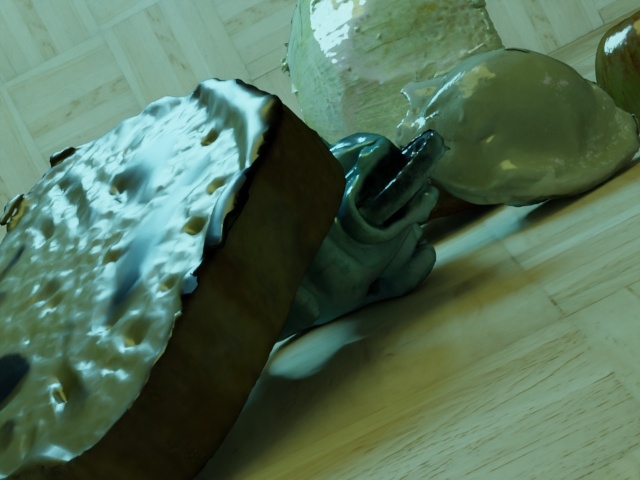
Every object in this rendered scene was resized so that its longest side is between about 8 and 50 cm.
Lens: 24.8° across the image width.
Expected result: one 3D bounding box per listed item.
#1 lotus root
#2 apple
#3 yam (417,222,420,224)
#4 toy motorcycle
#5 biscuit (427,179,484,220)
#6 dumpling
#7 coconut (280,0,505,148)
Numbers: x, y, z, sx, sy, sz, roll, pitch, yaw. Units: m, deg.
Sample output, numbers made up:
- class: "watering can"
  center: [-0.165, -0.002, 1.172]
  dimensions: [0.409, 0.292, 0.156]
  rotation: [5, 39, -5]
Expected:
- class: "lotus root"
  center: [-0.151, 0.057, 0.930]
  dimensions: [0.390, 0.111, 0.375]
  rotation: [-41, 24, 1]
- class: "apple"
  center: [0.292, -0.150, 1.218]
  dimensions: [0.126, 0.102, 0.126]
  rotation: [-28, 6, 3]
- class: "yam"
  center: [0.113, -0.045, 1.497]
  dimensions: [0.129, 0.027, 0.033]
  rotation: [-42, -24, -63]
- class: "toy motorcycle"
  center: [0.000, 0.000, 1.076]
  dimensions: [0.206, 0.154, 0.260]
  rotation: [-46, 7, -5]
- class: "biscuit"
  center: [0.094, -0.049, 1.352]
  dimensions: [0.192, 0.049, 0.192]
  rotation: [-13, 12, 3]
- class: "dumpling"
  center: [0.150, -0.081, 1.156]
  dimensions: [0.199, 0.118, 0.136]
  rotation: [13, 58, 20]
- class: "coconut"
  center: [0.092, -0.202, 1.755]
  dimensions: [0.254, 0.297, 0.297]
  rotation: [-25, 5, 2]
